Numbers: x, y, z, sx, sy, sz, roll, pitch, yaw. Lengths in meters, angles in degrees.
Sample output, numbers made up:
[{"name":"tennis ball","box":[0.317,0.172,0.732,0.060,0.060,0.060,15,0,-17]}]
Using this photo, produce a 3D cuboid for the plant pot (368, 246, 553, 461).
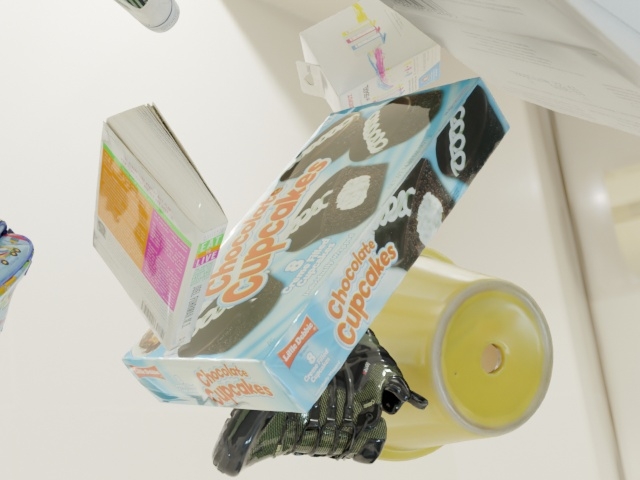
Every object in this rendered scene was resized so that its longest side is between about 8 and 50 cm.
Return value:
[{"name":"plant pot","box":[0.118,0.125,1.254,0.254,0.254,0.239,2,-3,-32]}]

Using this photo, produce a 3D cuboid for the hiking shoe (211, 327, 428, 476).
[{"name":"hiking shoe","box":[0.004,0.163,1.047,0.227,0.114,0.086,-29,-29,-39]}]

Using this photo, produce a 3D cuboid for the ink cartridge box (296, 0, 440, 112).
[{"name":"ink cartridge box","box":[0.047,-0.196,1.236,0.143,0.090,0.092,-29,-18,-3]}]

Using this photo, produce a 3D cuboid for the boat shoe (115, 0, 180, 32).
[{"name":"boat shoe","box":[-0.279,-0.378,1.564,0.083,0.226,0.076,-50,-24,3]}]

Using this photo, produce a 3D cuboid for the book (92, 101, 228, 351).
[{"name":"book","box":[-0.104,-0.003,0.710,0.035,0.096,0.144,-26,-21,-30]}]

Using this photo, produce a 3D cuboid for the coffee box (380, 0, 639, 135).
[{"name":"coffee box","box":[0.237,-0.310,0.952,0.338,0.334,0.337,28,2,-36]}]

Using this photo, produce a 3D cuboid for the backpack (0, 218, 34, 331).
[{"name":"backpack","box":[-0.269,0.063,0.687,0.173,0.117,0.158,-60,1,24]}]

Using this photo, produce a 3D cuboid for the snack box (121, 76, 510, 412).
[{"name":"snack box","box":[0.000,0.000,0.916,0.187,0.322,0.060,-7,-53,49]}]
